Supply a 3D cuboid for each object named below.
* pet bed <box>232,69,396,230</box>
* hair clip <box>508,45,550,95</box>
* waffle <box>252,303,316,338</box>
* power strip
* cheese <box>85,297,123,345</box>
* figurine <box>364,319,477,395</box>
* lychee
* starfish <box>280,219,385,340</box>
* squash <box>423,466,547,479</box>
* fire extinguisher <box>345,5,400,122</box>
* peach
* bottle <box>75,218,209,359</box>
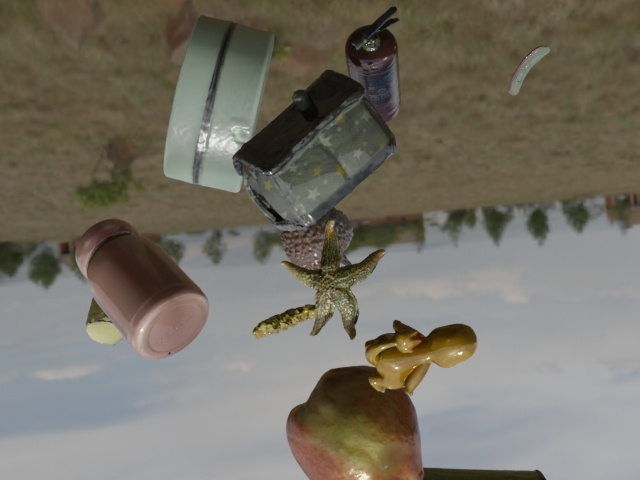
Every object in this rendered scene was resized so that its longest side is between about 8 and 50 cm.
[{"bbox_3d":[-0.020,-0.134,1.376,0.211,0.159,0.183,-41,-167,-12],"label":"pet bed"},{"bbox_3d":[0.481,-0.398,2.169,0.054,0.022,0.137,1,131,-48],"label":"hair clip"},{"bbox_3d":[-0.090,0.213,2.525,0.194,0.051,0.149,-14,168,-32],"label":"waffle"},{"bbox_3d":[-0.204,-0.275,1.883,0.161,0.358,0.357,13,178,-5],"label":"power strip"},{"bbox_3d":[-0.486,0.146,2.173,0.093,0.167,0.123,17,141,-17],"label":"cheese"},{"bbox_3d":[0.147,0.161,1.404,0.176,0.121,0.122,-14,154,13],"label":"figurine"},{"bbox_3d":[0.000,0.000,2.055,0.197,0.165,0.165,40,-176,-3],"label":"lychee"},{"bbox_3d":[0.010,0.068,1.628,0.175,0.208,0.053,13,179,21],"label":"starfish"},{"bbox_3d":[0.252,0.583,1.858,0.384,0.263,0.263,0,180,2],"label":"squash"},{"bbox_3d":[0.122,-0.381,2.038,0.135,0.114,0.337,-38,161,-6],"label":"fire extinguisher"},{"bbox_3d":[0.075,0.343,1.610,0.256,0.232,0.232,36,-168,14],"label":"peach"},{"bbox_3d":[-0.358,0.086,1.870,0.206,0.173,0.297,1,-148,-50],"label":"bottle"}]
